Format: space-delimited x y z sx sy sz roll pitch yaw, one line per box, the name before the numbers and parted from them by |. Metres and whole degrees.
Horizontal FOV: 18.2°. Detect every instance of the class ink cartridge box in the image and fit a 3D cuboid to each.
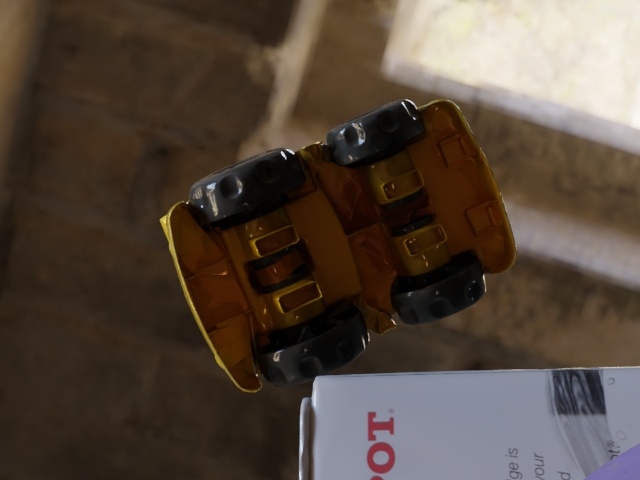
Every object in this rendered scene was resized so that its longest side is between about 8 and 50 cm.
ink cartridge box | 0.188 0.237 1.235 0.395 0.166 0.285 -1 61 4

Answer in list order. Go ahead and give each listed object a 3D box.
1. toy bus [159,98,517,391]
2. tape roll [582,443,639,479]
toy bus | 0.000 0.000 1.396 0.220 0.149 0.211 -24 5 -10
tape roll | 0.158 0.171 0.837 0.080 0.189 0.189 47 10 -23
